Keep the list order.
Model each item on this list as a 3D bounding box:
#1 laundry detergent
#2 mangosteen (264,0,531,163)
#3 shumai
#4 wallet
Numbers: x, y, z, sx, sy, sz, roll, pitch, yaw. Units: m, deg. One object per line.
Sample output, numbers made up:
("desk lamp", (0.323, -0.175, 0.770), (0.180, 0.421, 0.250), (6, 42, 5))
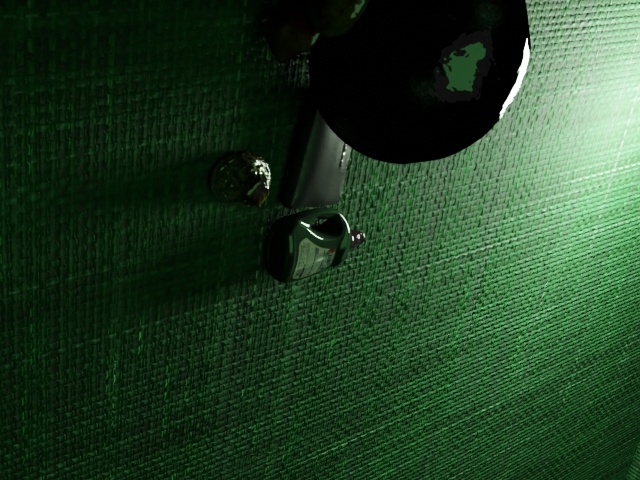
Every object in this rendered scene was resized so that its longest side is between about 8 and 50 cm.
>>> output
("laundry detergent", (0.000, 0.000, 1.814), (0.221, 0.078, 0.144), (-15, 125, -37))
("mangosteen", (0.124, -0.324, 1.512), (0.435, 0.382, 0.382), (22, 99, -34))
("shumai", (-0.121, -0.098, 1.625), (0.123, 0.087, 0.099), (-11, 121, -41))
("wallet", (0.010, -0.176, 1.736), (0.149, 0.044, 0.250), (-7, 120, -46))
